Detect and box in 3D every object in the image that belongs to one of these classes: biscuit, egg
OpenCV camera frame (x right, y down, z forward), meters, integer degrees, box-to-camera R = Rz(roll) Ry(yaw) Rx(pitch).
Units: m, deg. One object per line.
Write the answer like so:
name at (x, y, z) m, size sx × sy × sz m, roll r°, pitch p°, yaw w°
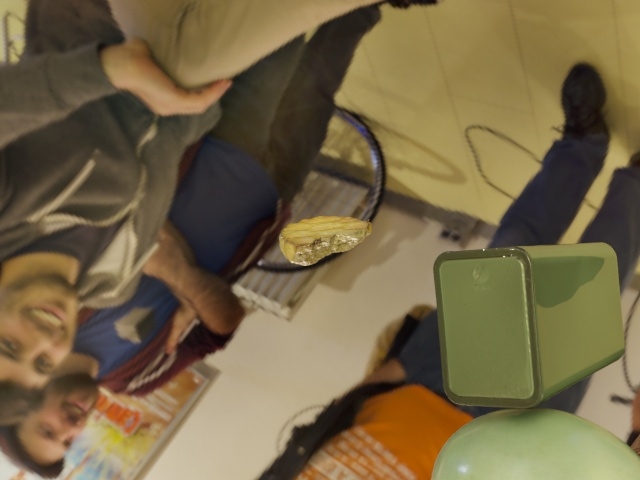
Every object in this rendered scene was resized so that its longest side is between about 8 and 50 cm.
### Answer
biscuit at (0.000, 0.000, 1.608) m, size 0.118 × 0.183 × 0.061 m, roll 17°, pitch 117°, yaw 44°
egg at (0.334, 0.392, 1.415) m, size 0.388 × 0.276 × 0.276 m, roll 0°, pitch 139°, yaw 50°

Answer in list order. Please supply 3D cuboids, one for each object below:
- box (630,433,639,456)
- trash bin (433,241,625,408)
box at (0.798, 0.447, 1.803) m, size 0.344 × 0.385 × 0.122 m, roll 40°, pitch 165°, yaw 11°
trash bin at (0.331, 0.112, 1.444) m, size 0.158 × 0.223 × 0.343 m, roll -5°, pitch 180°, yaw 37°
